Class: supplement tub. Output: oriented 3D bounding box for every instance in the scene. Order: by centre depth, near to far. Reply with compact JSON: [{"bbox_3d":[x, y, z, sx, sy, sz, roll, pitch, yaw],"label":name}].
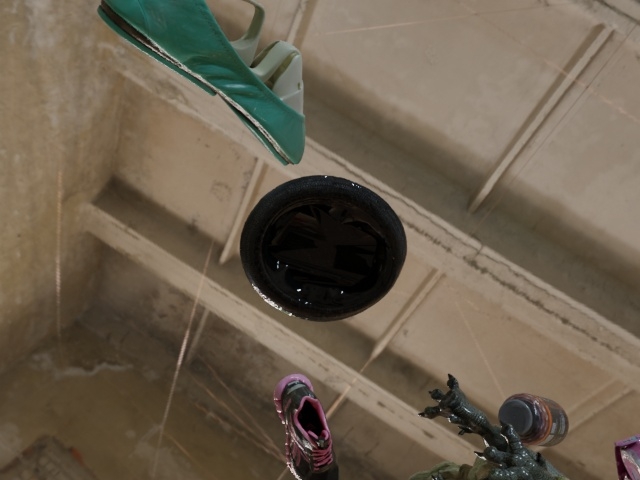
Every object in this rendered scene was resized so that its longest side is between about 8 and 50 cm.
[{"bbox_3d":[0.444,0.378,1.225,0.106,0.106,0.197,-4,-20,38],"label":"supplement tub"}]

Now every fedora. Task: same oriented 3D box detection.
[{"bbox_3d":[0.000,0.000,1.162,0.333,0.153,0.334,-4,-64,-9],"label":"fedora"}]

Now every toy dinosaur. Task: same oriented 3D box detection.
[{"bbox_3d":[0.126,0.150,0.361,0.118,0.064,0.268,47,-23,-12],"label":"toy dinosaur"}]

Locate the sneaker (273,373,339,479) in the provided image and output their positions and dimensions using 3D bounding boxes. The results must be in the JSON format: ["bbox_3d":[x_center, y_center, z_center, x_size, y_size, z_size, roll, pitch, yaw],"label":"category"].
[{"bbox_3d":[-0.007,0.183,0.528,0.057,0.047,0.120,5,-65,64],"label":"sneaker"}]

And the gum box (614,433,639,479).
[{"bbox_3d":[0.363,0.251,0.575,0.107,0.062,0.189,-21,-55,7],"label":"gum box"}]

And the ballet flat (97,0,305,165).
[{"bbox_3d":[-0.063,-0.144,0.481,0.087,0.247,0.083,-44,-125,9],"label":"ballet flat"}]
